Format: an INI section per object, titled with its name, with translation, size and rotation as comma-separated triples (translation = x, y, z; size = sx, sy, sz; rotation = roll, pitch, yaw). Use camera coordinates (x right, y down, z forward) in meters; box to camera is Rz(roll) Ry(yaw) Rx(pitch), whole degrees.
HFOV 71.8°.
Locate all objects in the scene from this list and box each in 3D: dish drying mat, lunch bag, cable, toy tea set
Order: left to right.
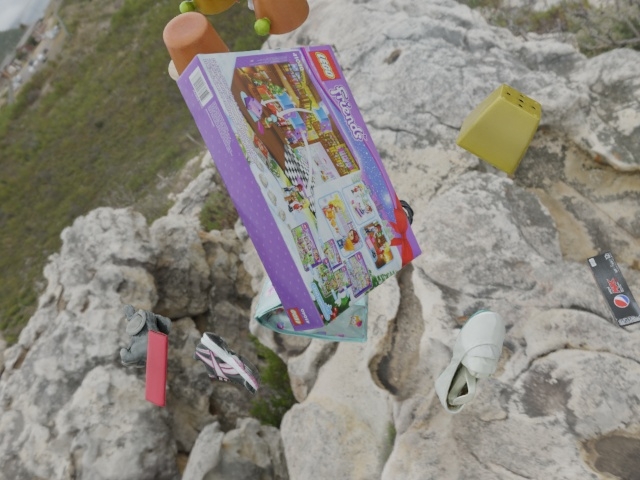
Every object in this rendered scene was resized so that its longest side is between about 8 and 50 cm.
[dish drying mat]
translation = -0.186, 0.145, 0.503
size = 0.032, 0.008, 0.083
rotation = 10, 98, 33
[toy tea set]
translation = -0.073, -0.331, 0.620
size = 0.336, 0.124, 0.200
rotation = -31, 63, -3
[lunch bag]
translation = -0.014, 0.116, 1.068
size = 0.262, 0.160, 0.223
rotation = 2, 40, 7
[cable]
translation = 0.289, -0.080, 1.755
size = 0.151, 0.047, 0.184
rotation = 17, 65, 2

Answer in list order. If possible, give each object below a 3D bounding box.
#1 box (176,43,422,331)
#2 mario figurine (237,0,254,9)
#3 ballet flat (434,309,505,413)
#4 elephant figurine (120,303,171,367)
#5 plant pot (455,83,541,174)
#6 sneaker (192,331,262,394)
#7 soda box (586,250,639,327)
[box]
translation = -0.008, -0.073, 0.512
size = 0.057, 0.201, 0.293
rotation = -20, 95, 47
[mario figurine]
translation = -0.102, -0.588, 0.893
size = 0.320, 0.198, 0.170
rotation = -39, 38, -1
[ballet flat]
translation = 0.447, 0.377, 1.301
size = 0.139, 0.139, 0.400
rotation = -115, 28, -45
[elephant figurine]
translation = -0.614, 0.308, 1.542
size = 0.169, 0.186, 0.239
rotation = 108, 157, -61
[plant pot]
translation = 0.603, -0.381, 1.455
size = 0.212, 0.212, 0.187
rotation = -56, -3, -47
[sneaker]
translation = -0.213, 0.289, 1.002
size = 0.178, 0.072, 0.077
rotation = 39, 92, 14
[soda box]
translation = 0.678, 0.113, 1.022
size = 0.053, 0.060, 0.168
rotation = -23, 69, 23
